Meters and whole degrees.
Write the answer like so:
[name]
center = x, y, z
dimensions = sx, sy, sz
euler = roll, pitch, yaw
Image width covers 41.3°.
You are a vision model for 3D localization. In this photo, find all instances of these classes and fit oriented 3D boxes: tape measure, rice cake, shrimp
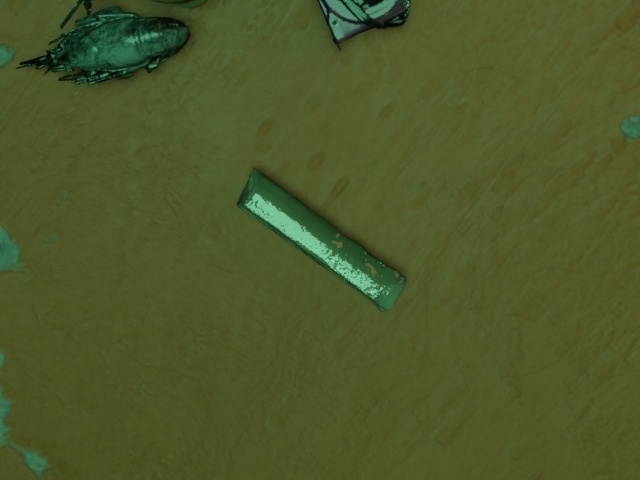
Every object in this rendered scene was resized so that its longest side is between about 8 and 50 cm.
[tape measure]
center = 0.051, -0.310, 1.042
dimensions = 0.118, 0.074, 0.125
euler = -26, 103, 6
[rice cake]
center = 0.000, 0.000, 1.126
dimensions = 0.256, 0.052, 0.057
euler = 36, 98, -7
[shrimp]
center = -0.278, -0.244, 1.068
dimensions = 0.233, 0.079, 0.090
euler = -9, 99, 8

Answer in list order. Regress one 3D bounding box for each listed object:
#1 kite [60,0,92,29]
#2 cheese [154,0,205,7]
[kite]
center = -0.298, -0.358, 1.015
dimensions = 0.160, 0.010, 0.182
euler = -25, 84, 41
[cheese]
center = -0.147, -0.452, 0.999
dimensions = 0.384, 0.104, 0.383
euler = 0, 103, 1
